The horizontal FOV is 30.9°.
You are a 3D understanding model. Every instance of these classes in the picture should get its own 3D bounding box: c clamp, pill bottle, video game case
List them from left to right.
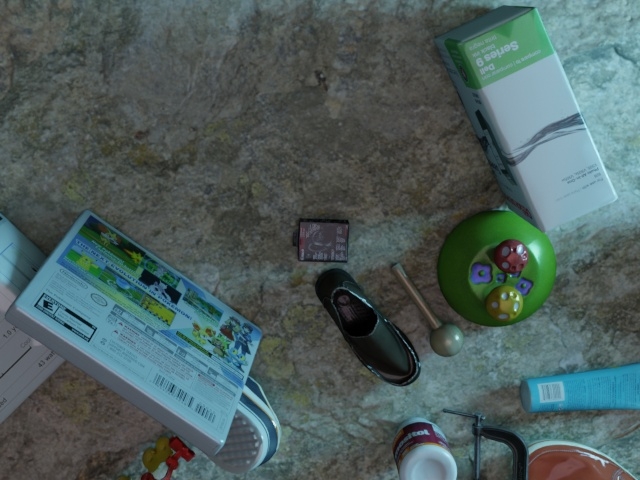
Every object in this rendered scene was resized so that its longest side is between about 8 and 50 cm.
[{"bbox_3d":[-0.245,0.119,1.617,0.329,0.300,0.036,35,115,-9],"label":"video game case"},{"bbox_3d":[0.154,0.325,1.753,0.086,0.152,0.086,-1,102,-3],"label":"pill bottle"},{"bbox_3d":[0.264,0.342,1.811,0.137,0.022,0.160,3,109,30],"label":"c clamp"}]

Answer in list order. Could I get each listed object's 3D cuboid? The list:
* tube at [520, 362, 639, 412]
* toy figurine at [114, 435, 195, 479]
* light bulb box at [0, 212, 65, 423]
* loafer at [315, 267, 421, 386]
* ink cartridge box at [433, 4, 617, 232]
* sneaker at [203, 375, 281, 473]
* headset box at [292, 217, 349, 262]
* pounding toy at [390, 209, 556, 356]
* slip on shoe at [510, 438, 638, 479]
[{"bbox_3d":[0.418,0.234,1.805,0.207,0.052,0.080,-3,107,-8],"label":"tube"},{"bbox_3d":[-0.267,0.499,1.756,0.362,0.191,0.217,-44,105,7],"label":"toy figurine"},{"bbox_3d":[-0.573,0.118,1.633,0.358,0.225,0.361,-44,100,7],"label":"light bulb box"},{"bbox_3d":[0.070,0.142,1.748,0.080,0.078,0.220,-41,101,5],"label":"loafer"},{"bbox_3d":[0.284,-0.174,1.626,0.122,0.211,0.289,-26,102,2],"label":"ink cartridge box"},{"bbox_3d":[-0.189,0.219,1.737,0.321,0.127,0.126,46,102,15],"label":"sneaker"},{"bbox_3d":[0.000,0.000,1.738,0.083,0.032,0.062,1,101,-3],"label":"headset box"},{"bbox_3d":[0.249,0.065,1.727,0.237,0.110,0.183,-29,102,3],"label":"pounding toy"},{"bbox_3d":[0.450,0.415,1.815,0.331,0.101,0.123,31,101,-6],"label":"slip on shoe"}]
